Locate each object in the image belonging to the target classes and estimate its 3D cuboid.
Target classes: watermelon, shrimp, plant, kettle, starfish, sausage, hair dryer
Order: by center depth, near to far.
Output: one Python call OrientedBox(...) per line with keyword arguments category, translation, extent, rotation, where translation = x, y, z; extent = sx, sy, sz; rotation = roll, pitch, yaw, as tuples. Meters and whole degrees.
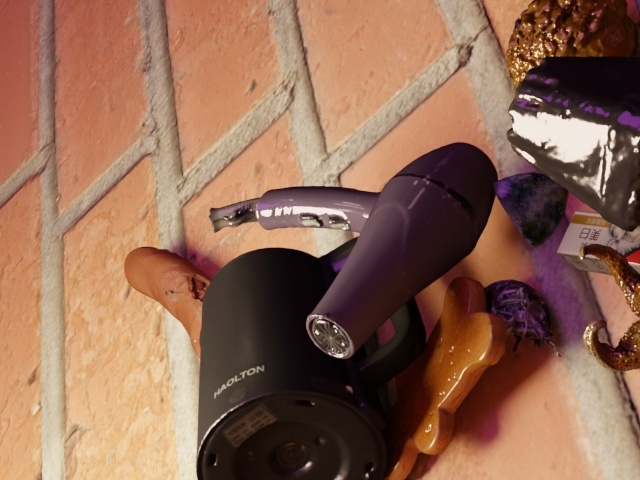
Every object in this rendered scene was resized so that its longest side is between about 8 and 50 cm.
OrientedBox(category="starfish", translation=(0.325, 0.064, 1.566), extent=(0.190, 0.074, 0.146), rotation=(13, 102, 56))
OrientedBox(category="plant", translation=(0.316, -0.101, 1.647), extent=(0.256, 0.142, 0.164), rotation=(18, 37, 28))
OrientedBox(category="shrimp", translation=(0.211, 0.083, 1.753), extent=(0.065, 0.056, 0.165), rotation=(-37, 24, 3))
OrientedBox(category="watermelon", translation=(0.228, -0.042, 1.841), extent=(0.085, 0.085, 0.061), rotation=(-63, -2, -9))
OrientedBox(category="kettle", translation=(-0.030, 0.134, 1.868), extent=(0.262, 0.203, 0.308), rotation=(-61, 20, 28))
OrientedBox(category="hair dryer", translation=(0.000, 0.000, 1.877), extent=(0.361, 0.121, 0.301), rotation=(5, 42, 42))
OrientedBox(category="sausage", translation=(-0.183, 0.081, 2.264), extent=(0.087, 0.079, 0.326), rotation=(-56, 34, 2))

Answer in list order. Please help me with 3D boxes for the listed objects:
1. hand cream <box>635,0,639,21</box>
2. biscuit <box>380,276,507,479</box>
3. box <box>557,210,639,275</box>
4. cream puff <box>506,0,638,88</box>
OrientedBox(category="hand cream", translation=(0.380, -0.348, 1.921), extent=(0.079, 0.050, 0.275), rotation=(115, 156, -45))
OrientedBox(category="biscuit", translation=(0.123, 0.163, 1.785), extent=(0.250, 0.036, 0.165), rotation=(-61, 22, 21))
OrientedBox(category="box", translation=(0.331, 0.010, 1.668), extent=(0.218, 0.039, 0.055), rotation=(11, 71, 56))
OrientedBox(category="cream puff", translation=(0.277, -0.223, 1.872), extent=(0.150, 0.115, 0.165), rotation=(0, 62, 56))
